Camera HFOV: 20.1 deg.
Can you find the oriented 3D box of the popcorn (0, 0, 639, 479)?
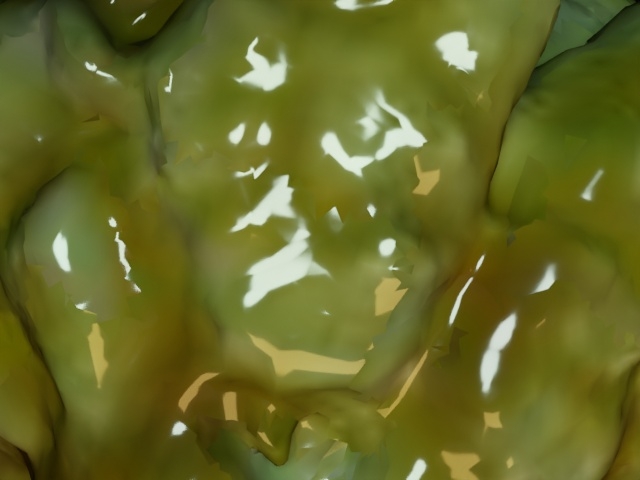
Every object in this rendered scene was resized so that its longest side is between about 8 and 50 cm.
[{"bbox_3d":[0.001,0.003,0.575,0.279,0.274,0.335,16,168,9],"label":"popcorn"}]
